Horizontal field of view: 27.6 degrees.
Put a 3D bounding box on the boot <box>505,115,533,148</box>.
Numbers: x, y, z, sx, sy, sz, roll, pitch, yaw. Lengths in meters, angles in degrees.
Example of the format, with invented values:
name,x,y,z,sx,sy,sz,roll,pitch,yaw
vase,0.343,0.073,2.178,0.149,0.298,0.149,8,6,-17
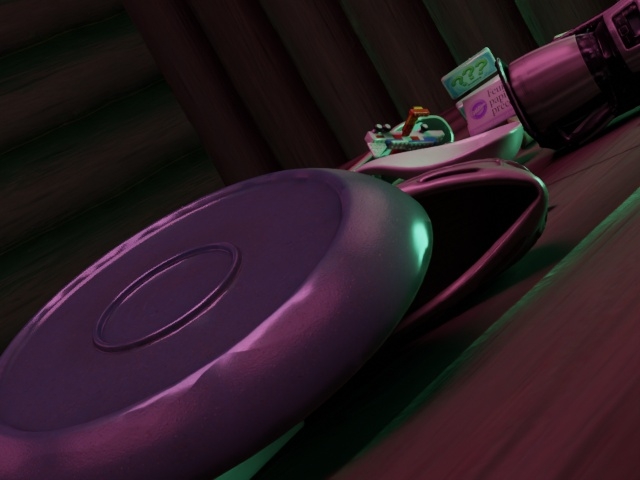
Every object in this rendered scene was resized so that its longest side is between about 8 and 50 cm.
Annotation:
name,x,y,z,sx,sy,sz,roll,pitch,yaw
boot,0.276,-0.152,1.623,0.087,0.042,0.118,-27,5,4

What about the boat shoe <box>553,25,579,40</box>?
name,x,y,z,sx,sy,sz,roll,pitch,yaw
boat shoe,0.425,-0.277,1.726,0.109,0.094,0.302,-34,7,-40

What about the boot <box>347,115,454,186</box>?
name,x,y,z,sx,sy,sz,roll,pitch,yaw
boot,0.083,-0.105,2.027,0.244,0.088,0.176,-35,5,-23

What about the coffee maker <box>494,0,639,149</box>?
name,x,y,z,sx,sy,sz,roll,pitch,yaw
coffee maker,0.294,-0.184,1.377,0.178,0.120,0.171,-27,5,20

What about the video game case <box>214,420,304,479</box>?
name,x,y,z,sx,sy,sz,roll,pitch,yaw
video game case,-0.117,0.164,0.749,0.173,0.022,0.190,-27,4,31

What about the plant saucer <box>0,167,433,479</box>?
name,x,y,z,sx,sy,sz,roll,pitch,yaw
plant saucer,-0.083,0.046,0.781,0.317,0.044,0.318,-25,23,11

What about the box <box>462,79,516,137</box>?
name,x,y,z,sx,sy,sz,roll,pitch,yaw
box,0.334,-0.218,1.675,0.324,0.063,0.067,-28,-31,31

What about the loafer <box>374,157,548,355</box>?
name,x,y,z,sx,sy,sz,roll,pitch,yaw
loafer,0.007,0.031,0.873,0.319,0.112,0.111,-30,-4,-8

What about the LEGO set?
name,x,y,z,sx,sy,sz,roll,pitch,yaw
LEGO set,0.165,-0.137,1.800,0.244,0.060,0.182,-33,-36,6

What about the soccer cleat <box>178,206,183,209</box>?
name,x,y,z,sx,sy,sz,roll,pitch,yaw
soccer cleat,-0.106,-0.008,1.753,0.331,0.143,0.116,-31,5,-22

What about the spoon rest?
name,x,y,z,sx,sy,sz,roll,pitch,yaw
spoon rest,0.116,-0.077,1.537,0.276,0.084,0.137,-28,5,26
